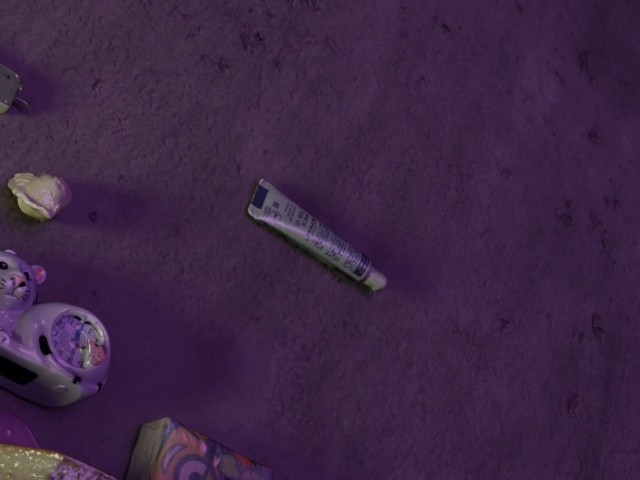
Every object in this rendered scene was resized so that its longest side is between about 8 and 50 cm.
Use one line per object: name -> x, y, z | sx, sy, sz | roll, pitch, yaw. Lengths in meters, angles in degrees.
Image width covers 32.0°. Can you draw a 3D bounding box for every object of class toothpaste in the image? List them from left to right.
toothpaste -> 0.000, 0.000, 1.415 | 0.216, 0.037, 0.062 | 35, 48, -22

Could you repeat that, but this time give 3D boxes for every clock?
clock -> -0.275, 0.078, 1.067 | 0.176, 0.080, 0.117 | 33, 48, -26

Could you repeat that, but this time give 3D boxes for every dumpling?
dumpling -> -0.287, -0.051, 1.143 | 0.057, 0.052, 0.076 | 43, 43, -26

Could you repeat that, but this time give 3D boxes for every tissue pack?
tissue pack -> -0.124, 0.258, 1.135 | 0.148, 0.060, 0.108 | 34, 50, -27

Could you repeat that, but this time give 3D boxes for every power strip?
power strip -> -0.363, -0.177, 1.160 | 0.136, 0.019, 0.051 | 32, 48, -29

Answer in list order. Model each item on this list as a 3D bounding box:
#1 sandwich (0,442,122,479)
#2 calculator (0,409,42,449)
sandwich -> -0.216, 0.255, 0.966 | 0.258, 0.096, 0.094 | 32, 51, -22
calculator -> -0.292, 0.280, 0.969 | 0.194, 0.043, 0.294 | -9, 74, -46
